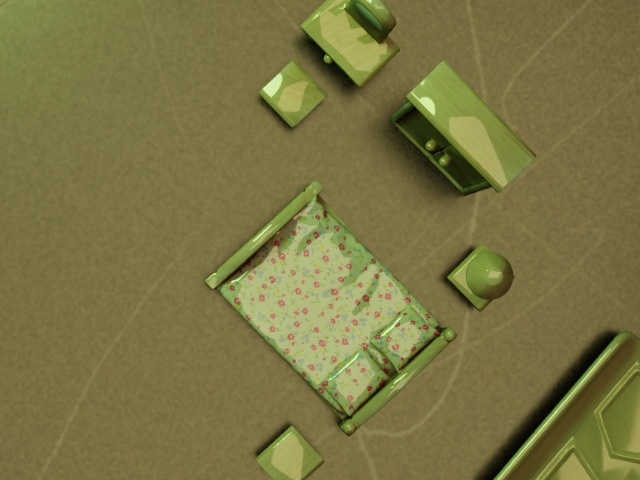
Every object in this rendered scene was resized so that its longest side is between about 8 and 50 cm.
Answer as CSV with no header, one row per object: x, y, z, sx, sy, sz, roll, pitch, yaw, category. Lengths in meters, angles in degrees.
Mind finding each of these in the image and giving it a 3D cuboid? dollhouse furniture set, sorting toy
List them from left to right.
0.000,0.000,1.554,0.355,0.174,0.303,-44,92,-4,dollhouse furniture set
0.263,0.267,1.637,0.229,0.041,0.307,42,86,-7,sorting toy
